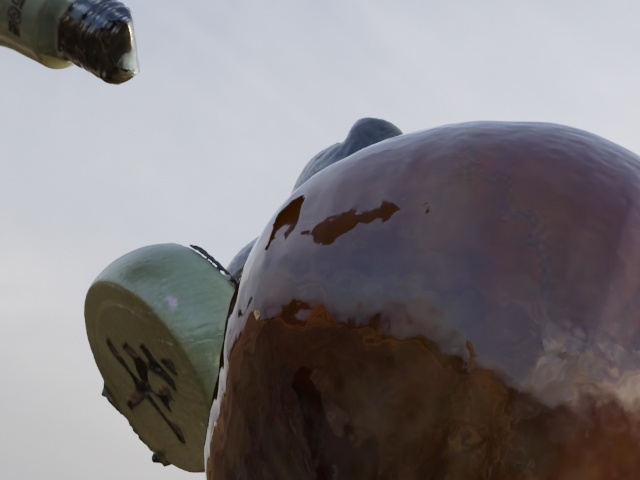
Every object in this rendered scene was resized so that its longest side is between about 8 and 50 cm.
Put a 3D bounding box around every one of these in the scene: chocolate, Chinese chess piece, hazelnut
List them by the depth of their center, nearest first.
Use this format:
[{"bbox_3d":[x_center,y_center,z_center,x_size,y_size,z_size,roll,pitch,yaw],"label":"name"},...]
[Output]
[{"bbox_3d":[0.092,0.125,1.172,0.359,0.359,0.409,17,-58,8],"label":"hazelnut"},{"bbox_3d":[-0.112,0.094,1.472,0.188,0.083,0.188,39,-34,34],"label":"Chinese chess piece"},{"bbox_3d":[0.000,0.000,1.670,0.110,0.248,0.110,34,19,-13],"label":"chocolate"}]

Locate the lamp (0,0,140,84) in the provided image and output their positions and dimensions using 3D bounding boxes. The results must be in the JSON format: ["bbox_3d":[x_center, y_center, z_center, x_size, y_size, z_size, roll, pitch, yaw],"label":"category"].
[{"bbox_3d":[-0.263,-0.236,1.473,0.314,0.182,0.182,16,-15,36],"label":"lamp"}]
